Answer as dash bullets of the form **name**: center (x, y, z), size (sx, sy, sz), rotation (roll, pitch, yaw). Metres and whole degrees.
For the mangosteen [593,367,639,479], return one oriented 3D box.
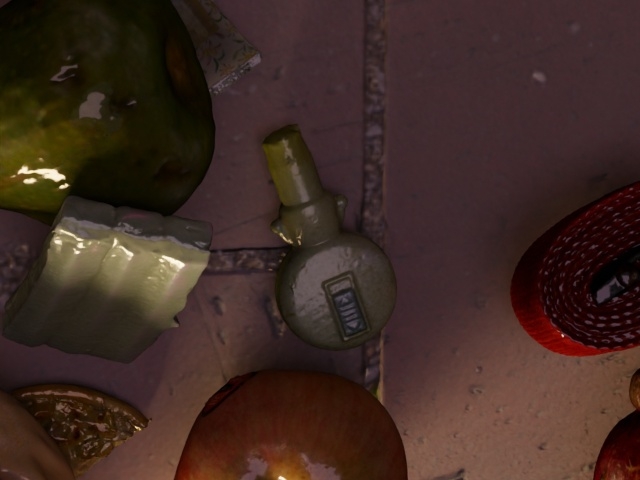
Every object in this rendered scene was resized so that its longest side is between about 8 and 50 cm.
- **mangosteen**: center (0.347, 0.182, 1.360), size (0.215, 0.215, 0.257), rotation (1, 95, -12)

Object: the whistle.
- **whistle**: center (0.000, 0.000, 1.318), size (0.104, 0.057, 0.198), rotation (-21, 107, -8)

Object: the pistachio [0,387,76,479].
- **pistachio**: center (-0.285, 0.255, 1.256), size (0.193, 0.214, 0.318), rotation (-31, 121, -44)

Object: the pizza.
- **pizza**: center (-0.211, 0.176, 1.330), size (0.123, 0.026, 0.108), rotation (13, 102, -15)

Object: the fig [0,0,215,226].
- **fig**: center (-0.226, -0.089, 1.203), size (0.275, 0.206, 0.206), rotation (-15, 107, 15)

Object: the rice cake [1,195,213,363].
- **rice cake**: center (-0.167, 0.037, 1.217), size (0.127, 0.237, 0.043), rotation (13, 63, -15)

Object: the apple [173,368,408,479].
- **apple**: center (-0.026, 0.206, 1.307), size (0.209, 0.164, 0.209), rotation (0, 96, -2)

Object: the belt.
- **belt**: center (0.262, 0.023, 1.349), size (0.201, 0.124, 0.128), rotation (-27, 87, -10)

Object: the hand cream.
- **hand cream**: center (-0.126, -0.200, 1.256), size (0.067, 0.042, 0.194), rotation (-39, 111, -2)
